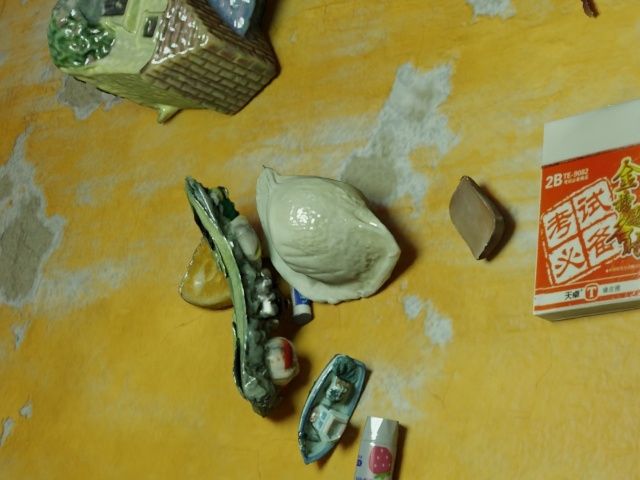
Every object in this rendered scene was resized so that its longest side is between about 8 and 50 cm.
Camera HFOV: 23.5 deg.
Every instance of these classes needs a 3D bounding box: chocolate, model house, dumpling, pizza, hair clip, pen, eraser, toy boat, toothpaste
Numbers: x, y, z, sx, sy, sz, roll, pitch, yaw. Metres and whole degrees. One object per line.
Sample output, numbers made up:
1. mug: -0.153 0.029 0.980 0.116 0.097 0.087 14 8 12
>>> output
1. chocolate: 0.184 -0.026 1.782 0.064 0.031 0.101 -66 33 27
2. model house: -0.200 -0.343 2.172 0.266 0.261 0.321 10 83 46
3. dumpling: 0.003 0.001 1.894 0.215 0.166 0.126 9 32 14
4. pizza: -0.128 0.028 2.074 0.178 0.041 0.131 -36 55 32
5. hair clip: -0.091 0.062 1.942 0.091 0.138 0.321 -17 71 -1
6. pen: -0.032 0.014 1.993 0.025 0.025 0.204 -30 52 34
7. eraser: 0.306 -0.034 1.653 0.157 0.038 0.230 -13 63 43
8. toy boat: 0.012 0.204 1.825 0.140 0.059 0.066 -64 23 5
9. toothpaste: 0.055 0.300 1.755 0.067 0.043 0.195 1 78 43

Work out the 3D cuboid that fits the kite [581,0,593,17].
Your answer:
1. kite: 0.303 -0.366 1.836 0.141 0.015 0.245 -45 44 25
